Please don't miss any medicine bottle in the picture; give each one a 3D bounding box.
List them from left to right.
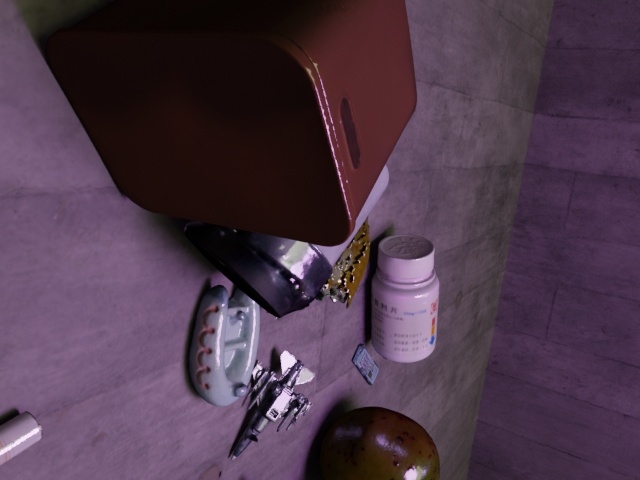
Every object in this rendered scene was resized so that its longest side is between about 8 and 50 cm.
[{"bbox_3d":[0.211,0.144,1.430,0.170,0.170,0.293,-34,131,-49],"label":"medicine bottle"}]

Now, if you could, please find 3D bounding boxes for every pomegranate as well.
[{"bbox_3d":[0.136,0.559,1.328,0.324,0.290,0.291,-83,163,-48],"label":"pomegranate"}]

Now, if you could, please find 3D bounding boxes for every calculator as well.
[{"bbox_3d":[0.122,0.328,1.510,0.057,0.018,0.172,-60,147,-23],"label":"calculator"}]

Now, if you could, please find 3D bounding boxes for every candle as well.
[{"bbox_3d":[-0.028,-0.071,0.862,0.343,0.221,0.221,-53,144,-16],"label":"candle"}]

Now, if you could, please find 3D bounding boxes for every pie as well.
[{"bbox_3d":[0.000,0.000,1.117,0.371,0.078,0.297,4,97,-58],"label":"pie"}]

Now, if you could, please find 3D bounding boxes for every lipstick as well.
[{"bbox_3d":[-0.376,0.239,0.619,0.141,0.040,0.040,-30,127,-50],"label":"lipstick"}]

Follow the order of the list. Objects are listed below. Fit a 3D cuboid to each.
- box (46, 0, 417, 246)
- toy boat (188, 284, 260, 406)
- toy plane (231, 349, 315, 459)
[{"bbox_3d":[-0.082,-0.176,0.653,0.229,0.339,0.240,-57,145,-34],"label":"box"},{"bbox_3d":[-0.146,0.173,0.942,0.134,0.078,0.208,3,98,-62],"label":"toy boat"},{"bbox_3d":[-0.090,0.314,1.090,0.160,0.082,0.234,45,59,-26],"label":"toy plane"}]
